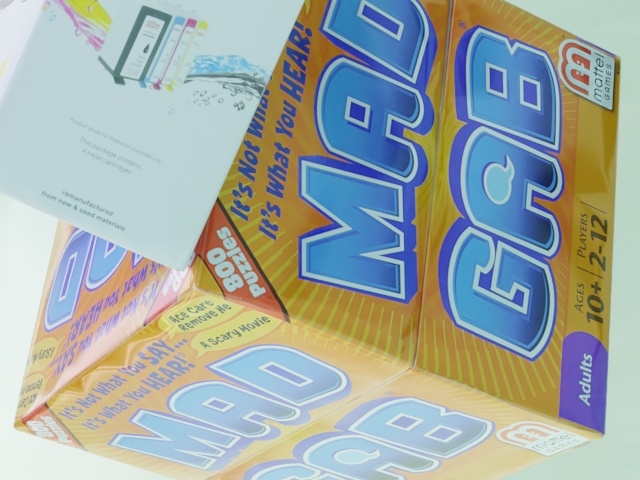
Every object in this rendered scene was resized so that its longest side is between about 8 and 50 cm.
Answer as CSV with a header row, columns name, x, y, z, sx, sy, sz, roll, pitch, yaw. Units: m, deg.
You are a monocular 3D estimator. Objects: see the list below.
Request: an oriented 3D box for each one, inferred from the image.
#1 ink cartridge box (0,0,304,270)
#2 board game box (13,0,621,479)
name,x,y,z,sx,sy,sz,roll,pitch,yaw
ink cartridge box,-0.145,-0.128,1.097,0.171,0.168,0.233,21,86,60
board game box,0.000,0.000,1.364,0.356,0.356,0.357,-36,39,52
